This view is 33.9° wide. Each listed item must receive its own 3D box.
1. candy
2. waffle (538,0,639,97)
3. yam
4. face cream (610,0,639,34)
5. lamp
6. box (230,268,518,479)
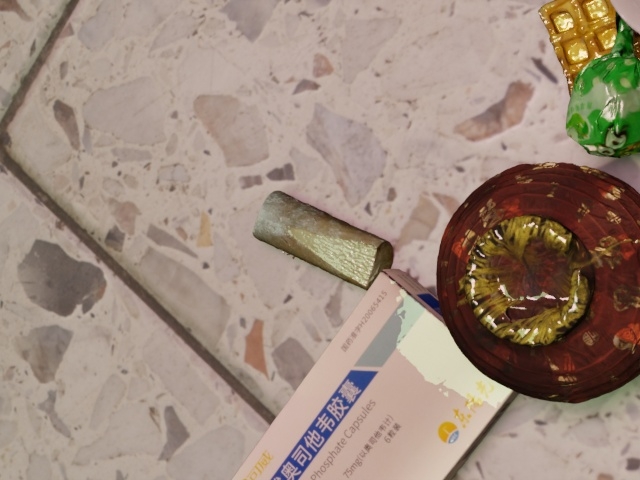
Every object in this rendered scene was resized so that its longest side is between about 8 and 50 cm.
[{"bbox_3d":[0.301,-0.240,1.025,0.097,0.097,0.323,6,84,26],"label":"candy"},{"bbox_3d":[0.347,-0.212,1.069,0.211,0.055,0.160,-24,79,24],"label":"waffle"},{"bbox_3d":[0.000,0.000,1.223,0.169,0.068,0.068,25,99,26],"label":"yam"},{"bbox_3d":[0.371,-0.244,0.904,0.201,0.187,0.201,-5,83,41],"label":"face cream"},{"bbox_3d":[0.228,0.039,1.027,0.247,0.247,0.247,-1,87,26],"label":"lamp"},{"bbox_3d":[0.054,0.225,1.188,0.200,0.065,0.343,41,105,22],"label":"box"}]
